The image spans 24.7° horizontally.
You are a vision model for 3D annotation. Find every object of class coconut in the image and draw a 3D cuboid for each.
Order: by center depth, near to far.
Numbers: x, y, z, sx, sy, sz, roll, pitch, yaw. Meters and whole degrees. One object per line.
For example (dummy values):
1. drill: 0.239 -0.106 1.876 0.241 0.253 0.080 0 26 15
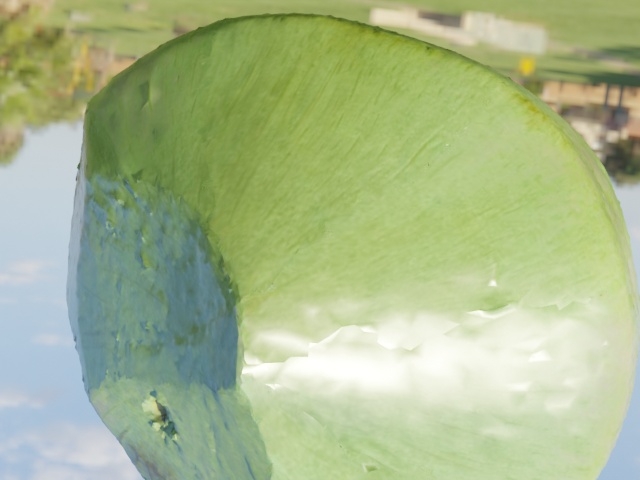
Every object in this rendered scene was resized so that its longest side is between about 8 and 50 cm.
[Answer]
1. coconut: 0.014 0.028 0.734 0.281 0.328 0.328 -32 173 16
